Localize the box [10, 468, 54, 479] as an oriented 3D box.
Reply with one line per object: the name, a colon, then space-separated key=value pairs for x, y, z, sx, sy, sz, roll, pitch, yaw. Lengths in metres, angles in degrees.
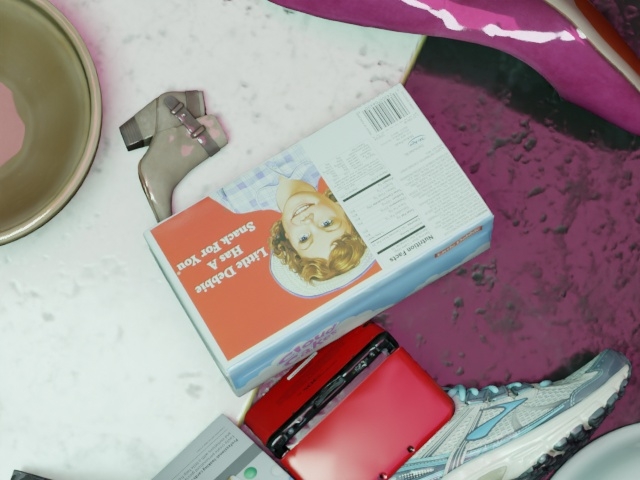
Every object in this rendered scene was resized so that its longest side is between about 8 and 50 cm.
box: x=-0.221 y=0.353 z=1.259 sx=0.076 sy=0.242 sz=0.308 roll=25 pitch=77 yaw=-31

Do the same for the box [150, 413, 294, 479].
box: x=-0.073 y=0.255 z=1.337 sx=0.145 sy=0.038 sz=0.186 roll=-42 pitch=56 yaw=-13

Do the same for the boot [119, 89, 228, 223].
boot: x=-0.124 y=-0.075 z=1.414 sx=0.087 sy=0.042 sz=0.118 roll=-21 pitch=88 yaw=-8

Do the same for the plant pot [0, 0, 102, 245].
plant pot: x=-0.305 y=-0.105 z=1.368 sx=0.237 sy=0.110 sz=0.237 roll=0 pitch=85 yaw=-5

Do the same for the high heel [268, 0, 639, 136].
high heel: x=0.135 y=-0.181 z=1.433 sx=0.377 sy=0.127 sz=0.181 roll=41 pitch=112 yaw=-4

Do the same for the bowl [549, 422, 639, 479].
bowl: x=0.327 y=0.305 z=1.373 sx=0.297 sy=0.134 sz=0.298 roll=0 pitch=85 yaw=-5

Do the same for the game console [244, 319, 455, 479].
game console: x=0.023 y=0.150 z=1.382 sx=0.144 sy=0.124 sz=0.085 roll=-43 pitch=112 yaw=-7

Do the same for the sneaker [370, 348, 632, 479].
sneaker: x=0.144 y=0.163 z=1.385 sx=0.283 sy=0.110 sz=0.122 roll=-33 pitch=72 yaw=-12

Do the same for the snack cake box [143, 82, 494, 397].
snack cake box: x=0.000 y=0.000 z=1.374 sx=0.264 sy=0.089 sz=0.152 roll=-30 pitch=71 yaw=-7
